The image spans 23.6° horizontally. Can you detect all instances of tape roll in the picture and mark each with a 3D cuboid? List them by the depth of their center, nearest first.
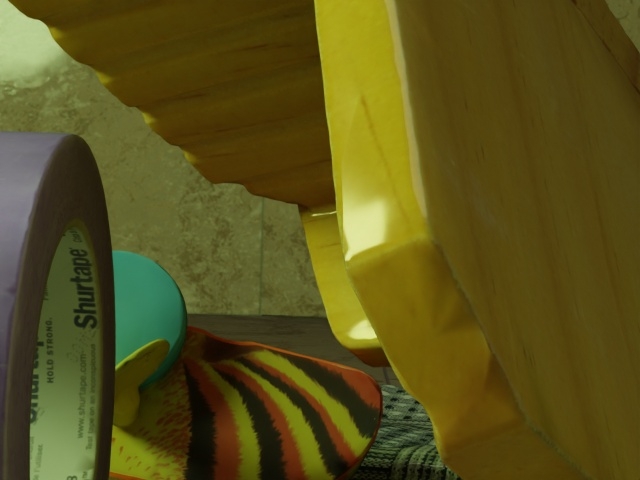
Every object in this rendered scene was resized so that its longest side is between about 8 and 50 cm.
[{"bbox_3d":[-0.125,0.056,0.530,0.080,0.189,0.189,3,1,2],"label":"tape roll"}]

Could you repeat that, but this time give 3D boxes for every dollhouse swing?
[{"bbox_3d":[0.000,0.000,0.610,0.315,0.305,0.347,-11,-35,31],"label":"dollhouse swing"}]

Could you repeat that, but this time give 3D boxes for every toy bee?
[{"bbox_3d":[-0.130,0.090,0.769,0.298,0.162,0.195,15,-25,22],"label":"toy bee"}]

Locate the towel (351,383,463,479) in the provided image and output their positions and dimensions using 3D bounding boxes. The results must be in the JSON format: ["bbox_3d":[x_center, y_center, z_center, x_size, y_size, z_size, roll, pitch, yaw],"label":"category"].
[{"bbox_3d":[0.026,0.120,0.986,0.312,0.056,0.324,2,0,19],"label":"towel"}]
